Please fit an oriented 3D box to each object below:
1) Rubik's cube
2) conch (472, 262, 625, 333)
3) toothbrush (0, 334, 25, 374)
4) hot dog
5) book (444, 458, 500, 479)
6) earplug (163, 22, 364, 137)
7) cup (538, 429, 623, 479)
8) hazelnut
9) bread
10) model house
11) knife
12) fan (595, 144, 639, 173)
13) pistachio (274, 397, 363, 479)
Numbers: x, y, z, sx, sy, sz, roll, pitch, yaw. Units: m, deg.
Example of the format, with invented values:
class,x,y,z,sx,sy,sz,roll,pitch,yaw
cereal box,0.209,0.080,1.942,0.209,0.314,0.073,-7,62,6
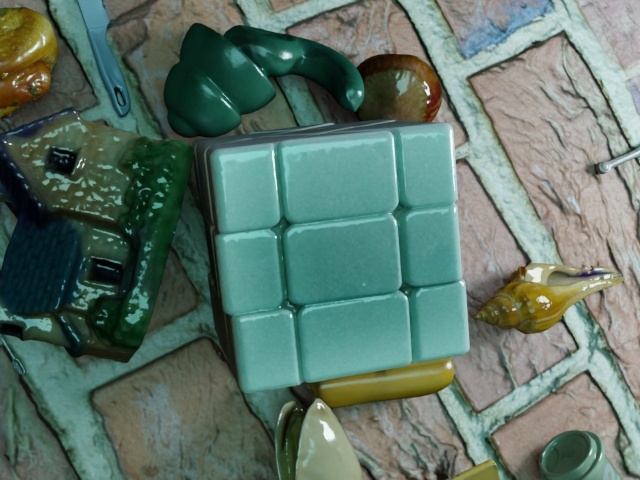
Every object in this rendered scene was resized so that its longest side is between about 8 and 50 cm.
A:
class,x,y,z,sx,sy,sz,roll,pitch,yaw
Rubik's cube,0.000,0.000,1.199,0.321,0.319,0.316,-9,101,-11
conch,0.382,0.098,1.422,0.330,0.109,0.093,-7,126,-33
toothbrush,-0.488,0.129,1.265,0.011,0.014,0.167,-31,92,-4
hot dog,-0.517,-0.253,1.234,0.256,0.150,0.153,0,74,-12
book,0.123,0.518,1.300,0.388,0.032,0.269,-19,113,-13
earplug,-0.104,-0.240,1.312,0.280,0.164,0.257,-43,102,-6
cup,0.439,0.395,1.395,0.120,0.120,0.141,-43,106,-12
hazelnut,0.122,-0.244,1.376,0.154,0.143,0.143,11,82,5
bread,0.091,0.219,1.344,0.239,0.092,0.074,-6,106,-11
model house,-0.359,-0.007,1.189,0.280,0.245,0.312,16,72,-14
knife,-0.354,-0.344,1.339,0.044,0.019,0.313,-19,88,-21
fan,0.617,-0.173,1.528,0.282,0.023,0.057,-25,99,-13
pistachio,-0.005,0.350,1.286,0.152,0.126,0.223,-14,95,-58
